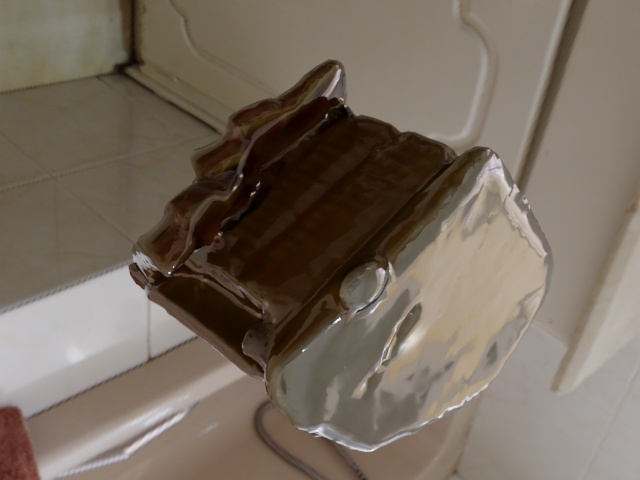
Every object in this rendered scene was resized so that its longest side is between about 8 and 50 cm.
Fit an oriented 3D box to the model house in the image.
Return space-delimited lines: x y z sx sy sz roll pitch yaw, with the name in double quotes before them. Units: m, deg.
"model house" 0.001 0.001 0.475 0.199 0.229 0.219 -47 139 -13
